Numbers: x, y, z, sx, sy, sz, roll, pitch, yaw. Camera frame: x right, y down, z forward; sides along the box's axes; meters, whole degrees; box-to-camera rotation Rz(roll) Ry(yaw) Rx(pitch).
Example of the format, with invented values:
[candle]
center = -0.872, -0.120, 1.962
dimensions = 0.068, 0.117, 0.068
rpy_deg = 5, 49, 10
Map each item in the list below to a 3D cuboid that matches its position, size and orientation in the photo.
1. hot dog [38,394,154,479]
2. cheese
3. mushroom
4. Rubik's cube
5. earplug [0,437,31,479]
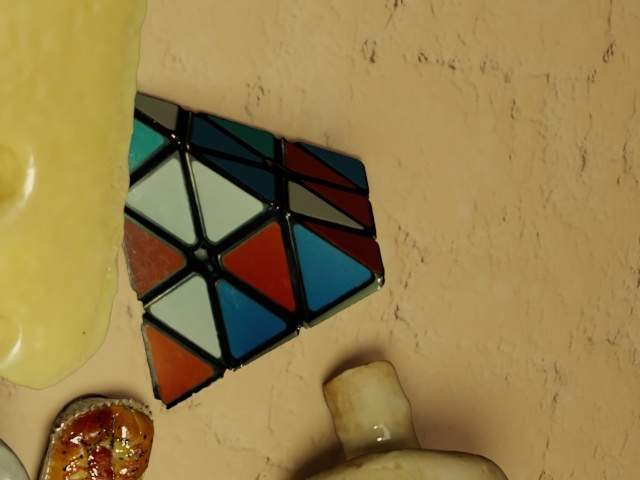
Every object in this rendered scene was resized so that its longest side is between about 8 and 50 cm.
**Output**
[hot dog]
center = -0.187, 0.218, 1.429
dimensions = 0.108, 0.059, 0.191
rpy_deg = 5, 97, -42
[cheese]
center = -0.297, -0.076, 1.225
dimensions = 0.384, 0.104, 0.384
rpy_deg = -14, 114, -35
[mushroom]
center = 0.053, 0.228, 1.553
dimensions = 0.206, 0.209, 0.206
rpy_deg = -28, 146, -21
[Rubik's cube]
center = 0.000, 0.000, 1.402
dimensions = 0.250, 0.234, 0.284
rpy_deg = -18, 111, -33
[earplug]
center = -0.325, 0.266, 1.260
dimensions = 0.214, 0.175, 0.325
rpy_deg = 25, 98, -43
